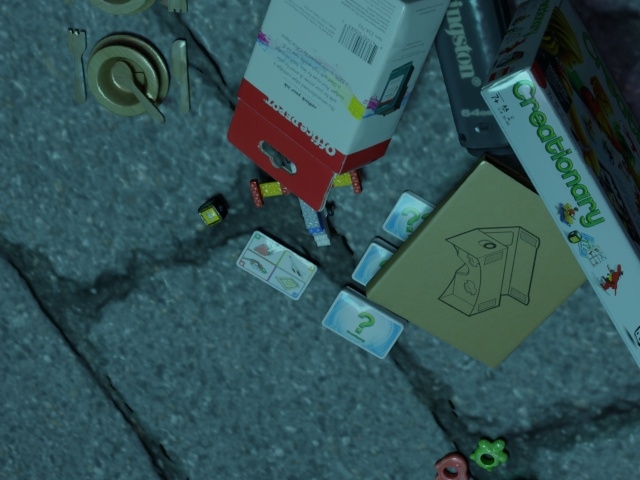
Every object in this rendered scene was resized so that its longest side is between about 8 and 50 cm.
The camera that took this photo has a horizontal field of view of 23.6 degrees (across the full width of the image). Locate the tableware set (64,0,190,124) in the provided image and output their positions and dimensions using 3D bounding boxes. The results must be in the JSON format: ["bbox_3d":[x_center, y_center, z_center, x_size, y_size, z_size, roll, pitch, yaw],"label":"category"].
[{"bbox_3d":[-0.194,-0.205,1.481,0.128,0.039,0.194,6,120,14],"label":"tableware set"}]

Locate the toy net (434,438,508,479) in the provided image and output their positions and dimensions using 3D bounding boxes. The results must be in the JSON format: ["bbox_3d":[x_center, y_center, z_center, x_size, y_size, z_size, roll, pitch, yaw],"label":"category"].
[{"bbox_3d":[0.137,0.308,1.666,0.232,0.045,0.122,-37,103,31],"label":"toy net"}]

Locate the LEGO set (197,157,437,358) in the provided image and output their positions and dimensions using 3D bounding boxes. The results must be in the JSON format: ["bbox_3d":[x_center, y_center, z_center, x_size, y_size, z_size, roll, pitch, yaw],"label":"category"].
[{"bbox_3d":[0.000,0.000,1.529,0.244,0.060,0.182,31,119,-1],"label":"LEGO set"}]

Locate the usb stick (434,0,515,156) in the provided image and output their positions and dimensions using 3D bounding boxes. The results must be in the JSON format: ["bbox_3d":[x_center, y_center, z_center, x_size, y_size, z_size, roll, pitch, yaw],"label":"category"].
[{"bbox_3d":[0.132,-0.205,1.376,0.077,0.045,0.278,-5,118,24],"label":"usb stick"}]

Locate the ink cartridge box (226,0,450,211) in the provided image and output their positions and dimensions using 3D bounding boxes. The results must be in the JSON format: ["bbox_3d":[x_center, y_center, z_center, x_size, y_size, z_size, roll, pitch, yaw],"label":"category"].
[{"bbox_3d":[0.012,-0.157,1.395,0.134,0.078,0.231,39,127,22],"label":"ink cartridge box"}]

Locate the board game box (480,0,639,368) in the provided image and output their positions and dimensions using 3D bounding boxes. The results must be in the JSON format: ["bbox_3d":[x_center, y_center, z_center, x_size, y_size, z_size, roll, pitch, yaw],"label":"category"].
[{"bbox_3d":[0.249,-0.053,1.340,0.053,0.193,0.305,-23,110,27],"label":"board game box"}]

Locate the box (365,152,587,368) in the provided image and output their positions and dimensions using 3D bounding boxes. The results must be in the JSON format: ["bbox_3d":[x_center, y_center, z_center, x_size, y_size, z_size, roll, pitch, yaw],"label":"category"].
[{"bbox_3d":[0.165,0.025,1.488,0.164,0.021,0.201,29,125,-17],"label":"box"}]
